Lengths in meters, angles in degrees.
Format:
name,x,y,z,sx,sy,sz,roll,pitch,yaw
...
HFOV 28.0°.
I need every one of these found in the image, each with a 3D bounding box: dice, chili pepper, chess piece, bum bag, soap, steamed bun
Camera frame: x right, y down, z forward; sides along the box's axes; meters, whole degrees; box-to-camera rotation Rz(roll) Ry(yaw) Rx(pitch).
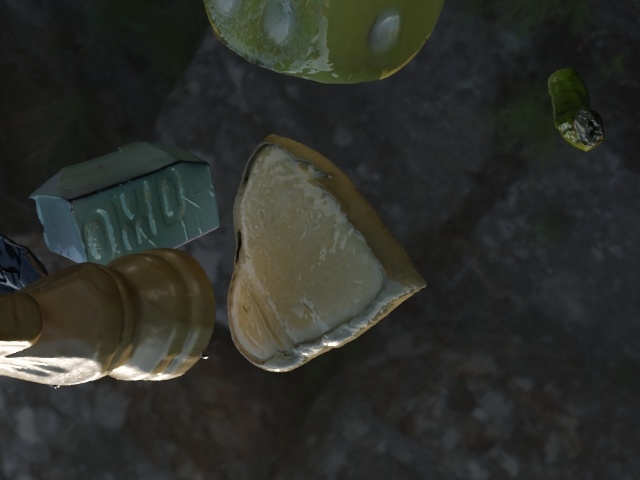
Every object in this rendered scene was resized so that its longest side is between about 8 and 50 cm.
name,x,y,z,sx,sy,sz,roll,pitch,yaw
dice,0.006,-0.246,1.151,0.166,0.169,0.169,35,121,35
chili pepper,0.260,-0.128,1.306,0.052,0.050,0.201,37,-161,-10
chess piece,-0.237,0.076,1.146,0.137,0.301,0.137,2,93,37
bum bag,-0.425,0.099,1.872,0.137,0.074,0.310,41,146,19
soap,-0.260,-0.043,1.730,0.091,0.230,0.145,26,134,46
steamed bun,-0.008,0.028,1.289,0.231,0.110,0.212,53,123,29
